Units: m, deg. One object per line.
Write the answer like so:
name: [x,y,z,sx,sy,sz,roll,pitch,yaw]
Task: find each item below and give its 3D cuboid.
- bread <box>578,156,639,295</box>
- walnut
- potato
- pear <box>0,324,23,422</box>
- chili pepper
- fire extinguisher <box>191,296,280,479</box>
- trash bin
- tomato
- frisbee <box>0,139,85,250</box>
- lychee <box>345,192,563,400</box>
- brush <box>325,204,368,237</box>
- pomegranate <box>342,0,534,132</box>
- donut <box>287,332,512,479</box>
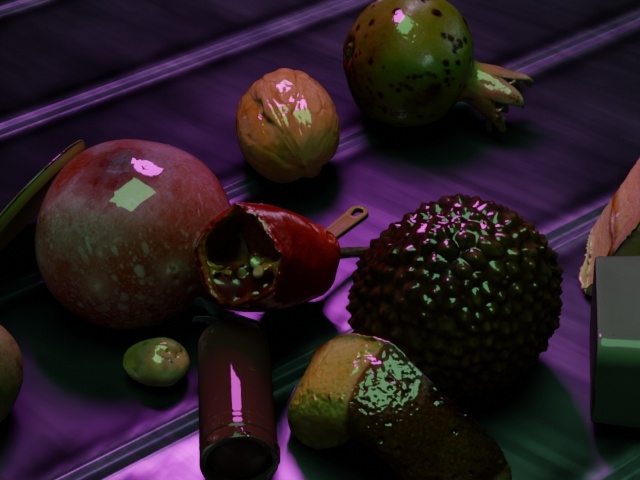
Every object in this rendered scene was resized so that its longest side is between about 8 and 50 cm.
bread: [0.505,0.032,1.799,0.264,0.163,0.168,29,42,-2]
walnut: [-0.050,-0.172,2.018,0.159,0.159,0.207,-11,38,-11]
potato: [-0.209,0.155,1.687,0.083,0.062,0.068,-11,17,24]
pear: [-0.447,0.164,1.622,0.167,0.137,0.167,-1,34,1]
chili pepper: [-0.047,0.024,1.753,0.134,0.131,0.338,49,18,15]
fire extinguisher: [-0.109,0.172,1.619,0.104,0.105,0.269,-4,39,-2]
trash bin: [0.501,0.131,1.599,0.343,0.158,0.223,1,36,9]
tomato: [-0.247,-0.019,1.772,0.270,0.227,0.270,-2,41,1]
frisbee: [-0.407,-0.050,1.851,0.017,0.236,0.236,42,46,-3]
lychee: [0.165,0.062,1.627,0.267,0.268,0.267,-2,38,1]
brush: [0.000,0.000,1.908,0.083,0.011,0.205,25,45,32]
pomegranate: [0.168,-0.264,2.113,0.285,0.231,0.231,33,33,-21]
donut: [0.073,0.206,1.537,0.295,0.151,0.112,22,54,27]
